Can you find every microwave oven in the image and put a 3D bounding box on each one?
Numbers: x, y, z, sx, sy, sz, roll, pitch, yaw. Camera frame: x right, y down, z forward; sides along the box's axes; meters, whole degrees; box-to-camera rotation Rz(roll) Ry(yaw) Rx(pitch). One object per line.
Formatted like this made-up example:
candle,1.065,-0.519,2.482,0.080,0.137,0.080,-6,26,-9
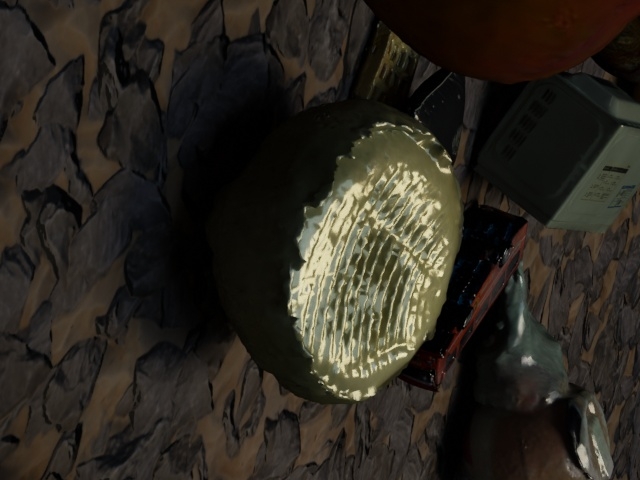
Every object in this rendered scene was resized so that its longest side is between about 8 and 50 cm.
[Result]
microwave oven,0.280,-0.102,2.022,0.162,0.122,0.208,-56,158,14

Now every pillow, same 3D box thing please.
pillow,0.094,-0.067,1.765,0.141,0.055,0.208,-55,161,-53

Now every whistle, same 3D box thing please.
whistle,0.230,0.182,2.119,0.189,0.189,0.347,-34,114,-53

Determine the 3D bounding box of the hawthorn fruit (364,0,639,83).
hawthorn fruit,0.138,-0.359,1.337,0.472,0.472,0.471,-40,138,-49

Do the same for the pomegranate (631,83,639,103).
pomegranate,0.558,-0.171,2.362,0.322,0.322,0.322,-40,138,-49

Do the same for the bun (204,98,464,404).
bun,0.000,0.000,1.532,0.259,0.152,0.259,-20,117,-46

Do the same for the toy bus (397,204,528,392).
toy bus,0.149,0.059,1.951,0.235,0.074,0.096,-54,154,-37

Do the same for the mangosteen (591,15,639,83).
mangosteen,0.324,-0.277,1.992,0.289,0.231,0.231,-12,123,-18

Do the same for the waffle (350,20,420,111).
waffle,0.060,-0.151,1.714,0.092,0.021,0.135,33,73,-64
